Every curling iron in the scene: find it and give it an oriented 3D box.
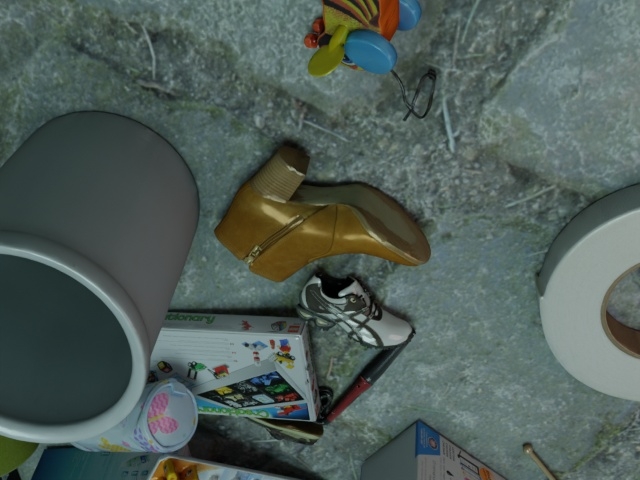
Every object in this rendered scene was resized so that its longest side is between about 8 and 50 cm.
[{"bbox_3d":[0.066,0.236,1.638,0.068,0.035,0.274,38,120,-17],"label":"curling iron"}]

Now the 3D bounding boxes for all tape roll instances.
[{"bbox_3d":[0.531,0.086,1.458,0.392,0.072,0.392,3,124,5],"label":"tape roll"}]

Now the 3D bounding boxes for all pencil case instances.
[{"bbox_3d":[-0.330,0.302,1.632,0.273,0.124,0.113,-10,141,44],"label":"pencil case"}]

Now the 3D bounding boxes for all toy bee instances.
[{"bbox_3d":[0.039,-0.269,1.234,0.162,0.195,0.298,19,139,24],"label":"toy bee"}]

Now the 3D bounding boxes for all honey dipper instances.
[{"bbox_3d":[0.415,0.426,1.724,0.030,0.030,0.160,-29,113,24],"label":"honey dipper"}]

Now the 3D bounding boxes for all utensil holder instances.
[{"bbox_3d":[-0.360,0.035,1.350,0.328,0.385,0.327,3,123,5],"label":"utensil holder"}]

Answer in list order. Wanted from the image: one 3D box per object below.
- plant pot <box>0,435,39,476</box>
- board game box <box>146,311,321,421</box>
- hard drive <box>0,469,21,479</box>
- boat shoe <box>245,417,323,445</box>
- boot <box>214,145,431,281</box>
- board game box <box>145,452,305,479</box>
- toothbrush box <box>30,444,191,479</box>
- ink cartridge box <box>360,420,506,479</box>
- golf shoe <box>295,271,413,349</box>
[{"bbox_3d":[-0.612,0.210,1.568,0.275,0.275,0.293,4,112,4],"label":"plant pot"},{"bbox_3d":[-0.162,0.215,1.625,0.305,0.053,0.193,2,124,14],"label":"board game box"},{"bbox_3d":[-0.650,0.481,1.773,0.064,0.237,0.339,-2,124,8],"label":"hard drive"},{"bbox_3d":[-0.072,0.336,1.710,0.152,0.056,0.049,20,118,-6],"label":"boat shoe"},{"bbox_3d":[-0.001,0.000,1.462,0.295,0.104,0.211,32,127,-8],"label":"boot"},{"bbox_3d":[-0.198,0.591,1.774,0.390,0.050,0.390,19,110,-29],"label":"board game box"},{"bbox_3d":[-0.382,0.510,1.823,0.296,0.126,0.216,-5,123,11],"label":"toothbrush box"},{"bbox_3d":[0.207,0.479,1.700,0.233,0.171,0.168,36,121,-17],"label":"ink cartridge box"},{"bbox_3d":[0.063,0.112,1.532,0.198,0.077,0.094,16,124,-5],"label":"golf shoe"}]
